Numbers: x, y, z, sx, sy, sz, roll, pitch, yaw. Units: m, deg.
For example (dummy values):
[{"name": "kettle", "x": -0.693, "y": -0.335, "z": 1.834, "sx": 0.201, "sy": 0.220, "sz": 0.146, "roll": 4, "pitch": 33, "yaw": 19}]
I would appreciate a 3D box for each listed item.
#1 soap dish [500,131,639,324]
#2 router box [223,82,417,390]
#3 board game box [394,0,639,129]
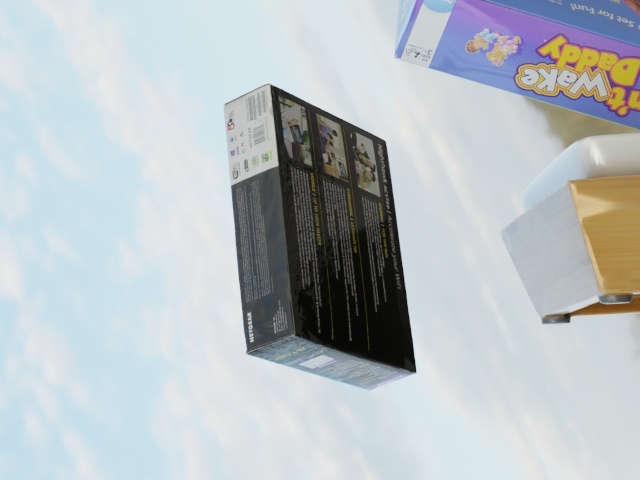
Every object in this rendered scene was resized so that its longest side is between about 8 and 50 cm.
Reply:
[{"name": "soap dish", "x": 0.273, "y": -0.006, "z": 1.286, "sx": 0.291, "sy": 0.228, "sz": 0.118, "roll": 116, "pitch": 151, "yaw": -83}, {"name": "router box", "x": 0.000, "y": 0.000, "z": 1.128, "sx": 0.133, "sy": 0.046, "sz": 0.179, "roll": 22, "pitch": -125, "yaw": -48}, {"name": "board game box", "x": 0.242, "y": -0.204, "z": 1.458, "sx": 0.233, "sy": 0.347, "sz": 0.078, "roll": -83, "pitch": 11, "yaw": -49}]
